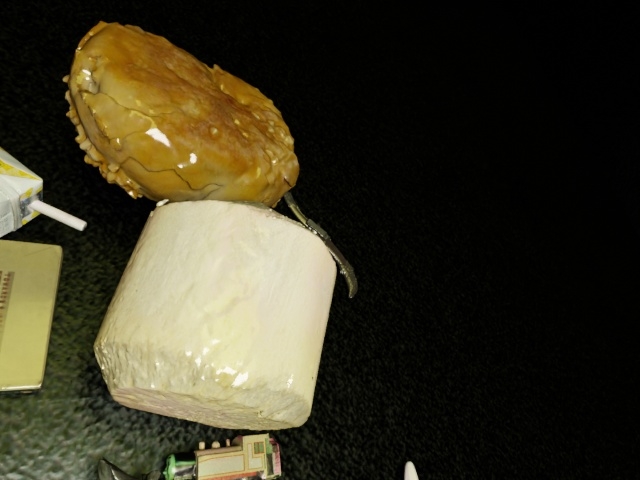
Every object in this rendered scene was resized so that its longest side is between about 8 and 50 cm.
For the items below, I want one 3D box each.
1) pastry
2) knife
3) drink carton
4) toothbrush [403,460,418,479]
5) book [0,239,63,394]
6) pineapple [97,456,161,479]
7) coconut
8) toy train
[{"bbox_3d":[-0.182,-0.143,0.558,0.310,0.162,0.255,15,45,-40],"label":"pastry"},{"bbox_3d":[0.004,-0.002,0.702,0.045,0.021,0.222,-30,84,-40],"label":"knife"},{"bbox_3d":[-0.361,-0.061,0.435,0.200,0.084,0.074,40,44,-3],"label":"drink carton"},{"bbox_3d":[0.132,0.441,0.523,0.021,0.027,0.269,-3,60,3],"label":"toothbrush"},{"bbox_3d":[-0.387,0.065,0.378,0.230,0.026,0.161,8,60,-32],"label":"book"},{"bbox_3d":[-0.207,0.298,0.313,0.119,0.111,0.237,42,45,-19],"label":"pineapple"},{"bbox_3d":[-0.100,0.065,0.445,0.239,0.239,0.244,23,53,-23],"label":"coconut"},{"bbox_3d":[-0.110,0.264,0.443,0.137,0.050,0.087,9,55,-30],"label":"toy train"}]
